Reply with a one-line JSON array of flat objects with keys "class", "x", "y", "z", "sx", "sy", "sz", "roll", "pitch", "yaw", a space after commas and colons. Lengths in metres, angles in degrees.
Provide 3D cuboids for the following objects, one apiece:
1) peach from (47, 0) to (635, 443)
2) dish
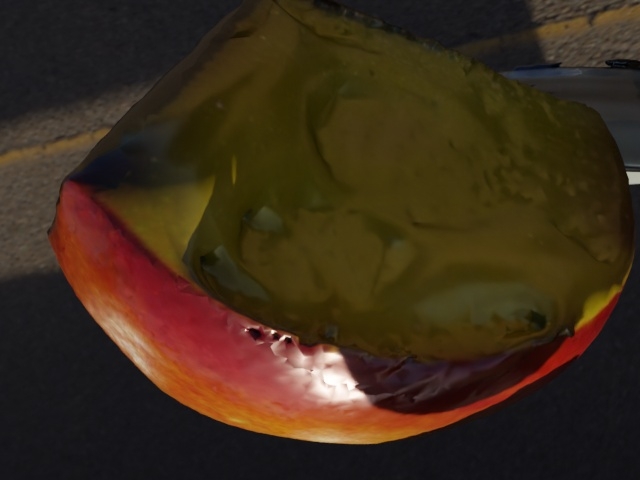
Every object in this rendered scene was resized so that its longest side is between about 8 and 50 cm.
[{"class": "peach", "x": 0.000, "y": 0.000, "z": 0.797, "sx": 0.380, "sy": 0.306, "sz": 0.242, "roll": 18, "pitch": 141, "yaw": -22}, {"class": "dish", "x": 0.219, "y": -0.104, "z": 1.071, "sx": 0.316, "sy": 0.316, "sz": 0.106, "roll": -2, "pitch": 90, "yaw": 32}]
